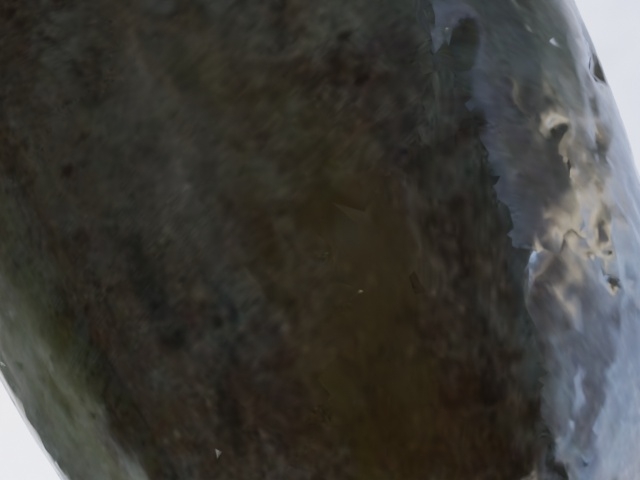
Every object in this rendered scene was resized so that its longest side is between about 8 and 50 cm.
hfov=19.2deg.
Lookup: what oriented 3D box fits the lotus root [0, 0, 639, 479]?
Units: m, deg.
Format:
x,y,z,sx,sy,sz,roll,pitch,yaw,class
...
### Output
x,y,z,sx,sy,sz,roll,pitch,yaw,class
0.000,0.000,0.428,0.322,0.158,0.140,66,-31,24,lotus root
